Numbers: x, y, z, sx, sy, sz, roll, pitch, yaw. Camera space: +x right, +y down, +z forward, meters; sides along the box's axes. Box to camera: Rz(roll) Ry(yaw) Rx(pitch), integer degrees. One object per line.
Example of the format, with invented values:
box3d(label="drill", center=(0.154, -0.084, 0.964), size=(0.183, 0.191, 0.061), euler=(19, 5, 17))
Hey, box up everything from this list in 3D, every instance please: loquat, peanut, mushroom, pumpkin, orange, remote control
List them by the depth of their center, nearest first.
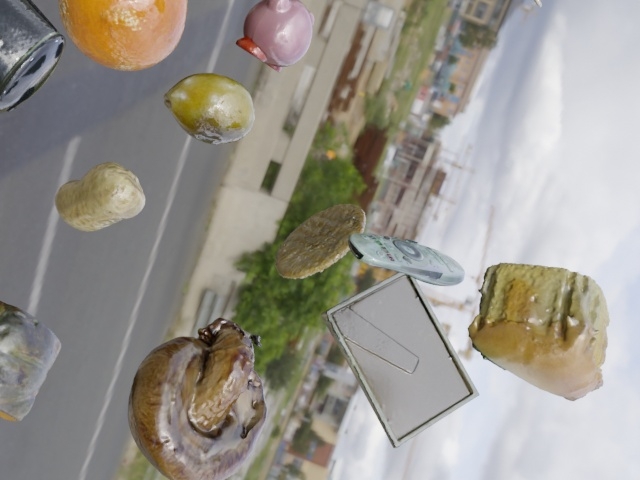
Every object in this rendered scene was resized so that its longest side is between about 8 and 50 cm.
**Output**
box3d(label="remote control", center=(0.140, 0.032, 1.412), size=(0.045, 0.256, 0.097), euler=(-58, -137, 18))
box3d(label="mushroom", center=(-0.204, 0.272, 1.502), size=(0.195, 0.263, 0.283), euler=(-2, -129, 57))
box3d(label="loquat", center=(-0.229, -0.275, 1.818), size=(0.152, 0.195, 0.152), euler=(-176, -90, -66))
box3d(label="peanut", center=(-0.466, -0.089, 1.831), size=(0.253, 0.122, 0.137), euler=(-17, -137, 37))
box3d(label="pumpkin", center=(-0.731, 0.245, 1.847), size=(0.256, 0.303, 0.226), euler=(51, 43, -46))
box3d(label="orange", center=(-0.529, -0.655, 2.280), size=(0.424, 0.326, 0.424), euler=(34, -51, 58))

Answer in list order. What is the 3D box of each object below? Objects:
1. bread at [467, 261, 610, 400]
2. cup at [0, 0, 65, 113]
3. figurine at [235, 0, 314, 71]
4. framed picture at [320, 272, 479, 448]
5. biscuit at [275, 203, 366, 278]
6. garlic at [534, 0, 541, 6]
box3d(label="bread", center=(0.372, 0.132, 1.349), size=(0.133, 0.251, 0.174), euler=(-40, -153, 60))
box3d(label="cup", center=(-0.483, -0.263, 1.237), size=(0.223, 0.176, 0.169), euler=(-52, -169, -8))
box3d(label="figurine", center=(-0.098, -0.493, 2.049), size=(0.173, 0.173, 0.173), euler=(21, 90, -88))
box3d(label="framed picture", center=(0.168, 0.239, 1.824), size=(0.232, 0.315, 0.024), euler=(-25, 174, -24))
box3d(label="biscuit", center=(-0.001, -0.001, 1.738), size=(0.219, 0.033, 0.220), euler=(-28, -154, 15))
box3d(label="garlic", center=(0.228, -0.370, 1.136), size=(0.066, 0.152, 0.084), euler=(-20, -130, 33))
